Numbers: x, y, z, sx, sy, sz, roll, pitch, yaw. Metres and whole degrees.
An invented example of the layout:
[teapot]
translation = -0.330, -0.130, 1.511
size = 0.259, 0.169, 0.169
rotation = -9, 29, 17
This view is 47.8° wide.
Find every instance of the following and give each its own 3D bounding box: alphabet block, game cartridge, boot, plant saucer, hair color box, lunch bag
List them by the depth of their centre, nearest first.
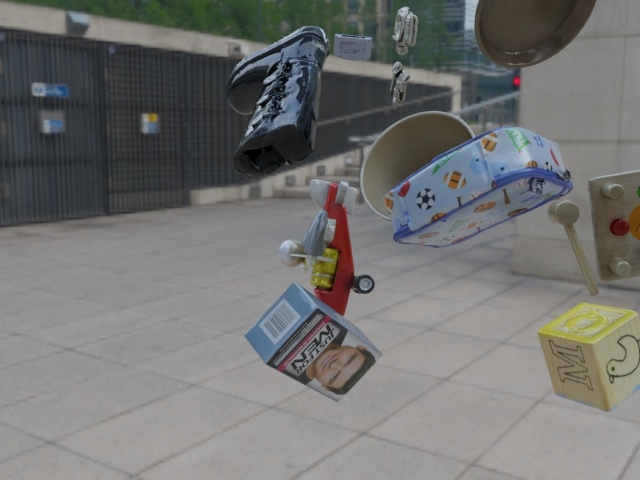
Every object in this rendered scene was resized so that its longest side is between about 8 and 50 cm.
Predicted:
[lunch bag]
translation = 0.280, -0.082, 1.257
size = 0.303, 0.115, 0.243
rotation = -26, -21, 34
[plant saucer]
translation = 0.439, -0.486, 1.485
size = 0.277, 0.278, 0.041
rotation = -3, 44, -20
[game cartridge]
translation = 0.071, -0.427, 1.606
size = 0.083, 0.056, 0.017
rotation = 7, 37, 4
[hair color box]
translation = -0.008, 0.270, 1.854
size = 0.113, 0.185, 0.374
rotation = 45, 2, 39
[boot]
translation = -0.145, -0.322, 1.864
size = 0.146, 0.445, 0.367
rotation = 35, -48, -30
[alphabet block]
translation = 0.717, 0.299, 1.893
size = 0.192, 0.197, 0.193
rotation = -26, 15, -25

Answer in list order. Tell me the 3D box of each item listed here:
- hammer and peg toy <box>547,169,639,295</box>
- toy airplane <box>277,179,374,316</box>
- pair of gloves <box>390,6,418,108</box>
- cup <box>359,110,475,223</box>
[hammer and peg toy]
translation = 0.722, -0.028, 1.722
size = 0.361, 0.266, 0.127
rotation = -10, 8, -2
[toy airplane]
translation = 0.000, 0.000, 2.213
size = 0.272, 0.386, 0.384
rotation = -9, 42, -4
[pair of gloves]
translation = 0.203, -0.469, 1.843
size = 0.042, 0.240, 0.204
rotation = 5, 25, -3
[cup]
translation = 0.305, -0.148, 1.968
size = 0.331, 0.331, 0.237
rotation = 6, -21, 34
